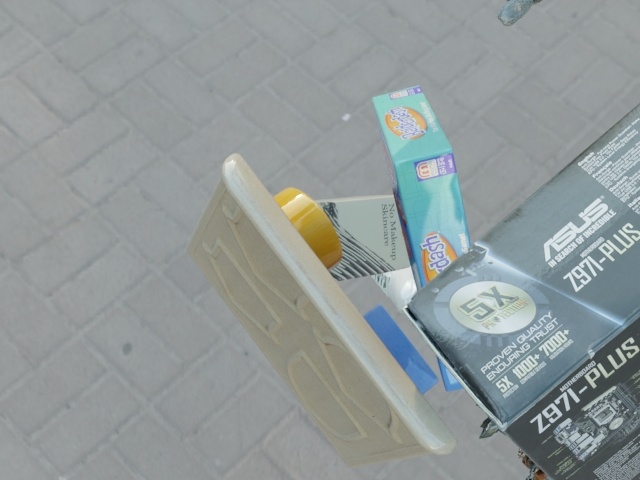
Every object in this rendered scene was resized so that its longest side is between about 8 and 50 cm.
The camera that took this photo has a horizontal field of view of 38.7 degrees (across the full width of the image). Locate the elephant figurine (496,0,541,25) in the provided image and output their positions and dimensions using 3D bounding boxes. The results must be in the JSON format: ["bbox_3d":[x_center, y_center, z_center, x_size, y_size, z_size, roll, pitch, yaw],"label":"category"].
[{"bbox_3d":[0.240,-0.429,1.158,0.239,0.169,0.186,52,23,-10],"label":"elephant figurine"}]

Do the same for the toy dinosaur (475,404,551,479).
[{"bbox_3d":[0.371,0.279,1.447,0.219,0.164,0.321,23,82,3],"label":"toy dinosaur"}]

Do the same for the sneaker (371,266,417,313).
[{"bbox_3d":[0.135,0.065,1.653,0.095,0.090,0.235,9,22,-2],"label":"sneaker"}]

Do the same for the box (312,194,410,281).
[{"bbox_3d":[0.000,0.000,1.217,0.275,0.094,0.113,-10,97,-46],"label":"box"}]

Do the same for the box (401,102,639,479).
[{"bbox_3d":[0.152,0.027,0.414,0.180,0.147,0.077,-41,48,5],"label":"box"}]

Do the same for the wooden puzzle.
[{"bbox_3d":[-0.004,0.081,0.935,0.081,0.348,0.322,-36,86,-18],"label":"wooden puzzle"}]

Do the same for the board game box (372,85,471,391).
[{"bbox_3d":[0.094,-0.005,0.765,0.047,0.210,0.160,-13,26,4],"label":"board game box"}]
